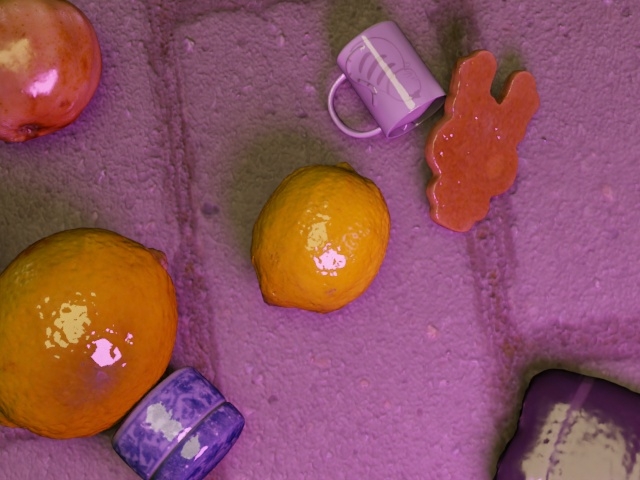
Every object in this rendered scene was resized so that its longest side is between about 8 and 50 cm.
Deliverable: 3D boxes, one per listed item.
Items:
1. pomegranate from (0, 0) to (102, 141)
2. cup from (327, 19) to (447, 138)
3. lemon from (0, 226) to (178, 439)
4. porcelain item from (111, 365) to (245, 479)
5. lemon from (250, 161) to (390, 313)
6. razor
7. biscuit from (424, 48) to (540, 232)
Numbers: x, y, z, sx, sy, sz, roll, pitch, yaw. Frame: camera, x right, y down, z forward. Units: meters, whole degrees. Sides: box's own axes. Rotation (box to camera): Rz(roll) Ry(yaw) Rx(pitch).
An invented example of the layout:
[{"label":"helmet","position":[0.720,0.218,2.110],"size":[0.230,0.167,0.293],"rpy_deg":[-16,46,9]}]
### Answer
[{"label":"pomegranate","position":[-0.393,-0.232,1.786],"size":[0.207,0.207,0.207],"rpy_deg":[0,79,2]},{"label":"cup","position":[0.080,-0.206,1.801],"size":[0.136,0.099,0.133],"rpy_deg":[-30,80,-17]},{"label":"lemon","position":[-0.305,0.114,1.685],"size":[0.267,0.267,0.267],"rpy_deg":[0,79,2]},{"label":"porcelain item","position":[-0.176,0.246,1.704],"size":[0.114,0.147,0.147],"rpy_deg":[44,84,9]},{"label":"lemon","position":[0.001,-0.002,1.735],"size":[0.180,0.180,0.193],"rpy_deg":[12,57,4]},{"label":"razor","position":[0.398,0.297,1.693],"size":[0.349,0.113,0.204],"rpy_deg":[19,78,5]},{"label":"biscuit","position":[0.207,-0.127,1.788],"size":[0.144,0.040,0.236],"rpy_deg":[21,89,-22]}]
